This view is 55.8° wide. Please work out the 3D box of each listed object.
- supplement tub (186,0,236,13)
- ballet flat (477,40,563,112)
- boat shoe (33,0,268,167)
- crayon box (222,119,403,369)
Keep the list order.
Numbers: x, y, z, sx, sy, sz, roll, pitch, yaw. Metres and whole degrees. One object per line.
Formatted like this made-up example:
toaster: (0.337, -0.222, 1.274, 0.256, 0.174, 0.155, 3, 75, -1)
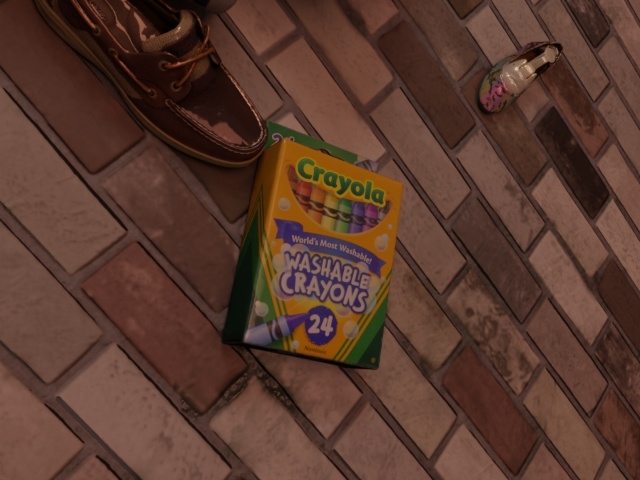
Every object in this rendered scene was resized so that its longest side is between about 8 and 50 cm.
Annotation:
supplement tub: (-0.209, -0.436, 0.699, 0.316, 0.228, 0.228, 22, 71, -23)
ballet flat: (0.372, -0.311, 1.102, 0.221, 0.079, 0.077, -40, 103, -28)
boat shoe: (-0.191, -0.225, 0.738, 0.342, 0.123, 0.123, 44, 64, -17)
crayon box: (0.000, 0.000, 0.835, 0.203, 0.083, 0.323, 17, 73, -27)
